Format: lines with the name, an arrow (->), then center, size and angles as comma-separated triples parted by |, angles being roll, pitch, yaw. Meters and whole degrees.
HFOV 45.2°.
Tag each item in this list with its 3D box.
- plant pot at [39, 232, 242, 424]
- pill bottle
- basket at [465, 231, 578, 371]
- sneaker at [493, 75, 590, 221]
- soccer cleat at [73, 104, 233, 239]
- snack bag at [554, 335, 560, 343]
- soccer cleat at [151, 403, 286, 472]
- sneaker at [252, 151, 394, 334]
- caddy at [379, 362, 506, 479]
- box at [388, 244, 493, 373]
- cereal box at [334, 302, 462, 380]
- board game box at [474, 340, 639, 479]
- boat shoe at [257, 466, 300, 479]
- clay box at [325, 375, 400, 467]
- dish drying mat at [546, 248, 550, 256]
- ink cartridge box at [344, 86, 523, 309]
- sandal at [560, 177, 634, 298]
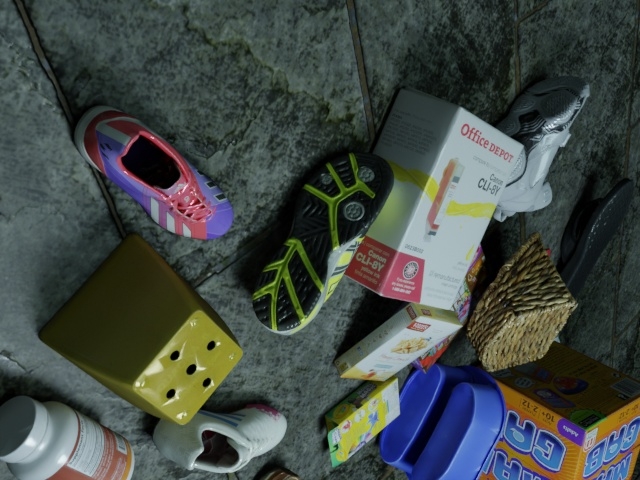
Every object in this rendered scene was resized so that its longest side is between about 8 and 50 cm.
plant pot -> -0.248, 0.155, 1.169 | 0.212, 0.187, 0.212 | -50, 139, -14
pill bottle -> -0.391, 0.317, 1.159 | 0.121, 0.121, 0.216 | -52, 138, -12
basket -> 0.459, 0.160, 1.911 | 0.213, 0.223, 0.299 | -12, 147, -12
sneaker -> 0.501, -0.211, 1.803 | 0.366, 0.137, 0.210 | -45, 138, -12
soccer cleat -> -0.218, -0.077, 1.125 | 0.108, 0.116, 0.318 | -55, 139, -8
snack bag -> 0.632, 0.407, 2.357 | 0.323, 0.037, 0.342 | -51, 139, -13
soccer cleat -> -0.159, 0.378, 1.420 | 0.331, 0.143, 0.116 | 14, 100, -50
sneaker -> 0.000, 0.000, 1.416 | 0.384, 0.145, 0.147 | -54, 170, -13
caddy -> 0.306, 0.464, 1.889 | 0.179, 0.241, 0.341 | 27, 91, -46
box -> 0.295, 0.152, 1.841 | 0.293, 0.057, 0.201 | -48, 138, -16
cereal box -> 0.169, 0.223, 1.666 | 0.240, 0.047, 0.173 | -41, 146, 27
board game box -> 0.645, 0.536, 2.147 | 0.356, 0.356, 0.356 | -13, 118, -39
boat shoe -> -0.128, 0.640, 1.617 | 0.122, 0.120, 0.324 | 30, 88, -50
clay box -> 0.089, 0.410, 1.771 | 0.222, 0.053, 0.127 | -31, 131, -30
dish drying mat -> 0.622, 0.045, 2.167 | 0.083, 0.008, 0.032 | -13, 120, -41
ink cartridge box -> 0.214, -0.076, 1.549 | 0.279, 0.160, 0.384 | 16, 99, -49
sandal -> 0.754, 0.004, 2.229 | 0.167, 0.107, 0.445 | -9, 130, -45
